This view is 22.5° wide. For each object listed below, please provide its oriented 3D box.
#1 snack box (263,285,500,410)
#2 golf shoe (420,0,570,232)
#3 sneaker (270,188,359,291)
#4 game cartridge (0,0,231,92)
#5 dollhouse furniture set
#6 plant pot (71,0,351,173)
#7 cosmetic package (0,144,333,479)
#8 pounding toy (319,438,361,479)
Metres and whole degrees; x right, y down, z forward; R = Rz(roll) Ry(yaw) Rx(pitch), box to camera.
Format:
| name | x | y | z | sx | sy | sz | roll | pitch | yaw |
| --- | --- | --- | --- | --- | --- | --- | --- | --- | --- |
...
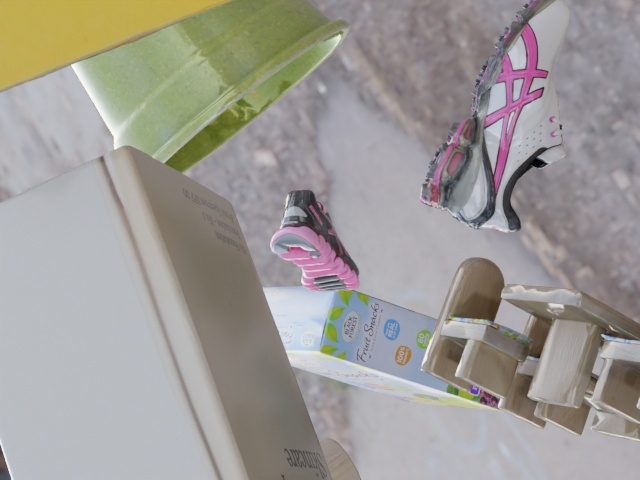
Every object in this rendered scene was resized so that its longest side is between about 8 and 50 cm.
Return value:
| name | x | y | z | sx | sy | sz | roll | pitch | yaw |
| --- | --- | --- | --- | --- | --- | --- | --- | --- | --- |
| snack box | 0.051 | 0.101 | 1.507 | 0.207 | 0.070 | 0.174 | 21 | 168 | -25 |
| golf shoe | 0.147 | -0.092 | 1.181 | 0.086 | 0.186 | 0.067 | 26 | 171 | 7 |
| sneaker | 0.000 | 0.000 | 1.209 | 0.119 | 0.047 | 0.057 | 54 | -146 | -59 |
| game cartridge | -0.138 | -0.233 | 0.666 | 0.053 | 0.285 | 0.323 | -40 | -69 | -61 |
| dollhouse furniture set | 0.236 | 0.062 | 1.072 | 0.242 | 0.161 | 0.212 | 28 | 167 | -31 |
| plant pot | -0.154 | -0.222 | 1.583 | 0.254 | 0.276 | 0.276 | 52 | 164 | 1 |
| cosmetic package | -0.064 | 0.125 | 0.784 | 0.309 | 0.113 | 0.160 | 68 | -169 | 13 |
| pounding toy | -0.072 | 0.283 | 1.239 | 0.154 | 0.269 | 0.155 | 36 | 144 | 20 |
